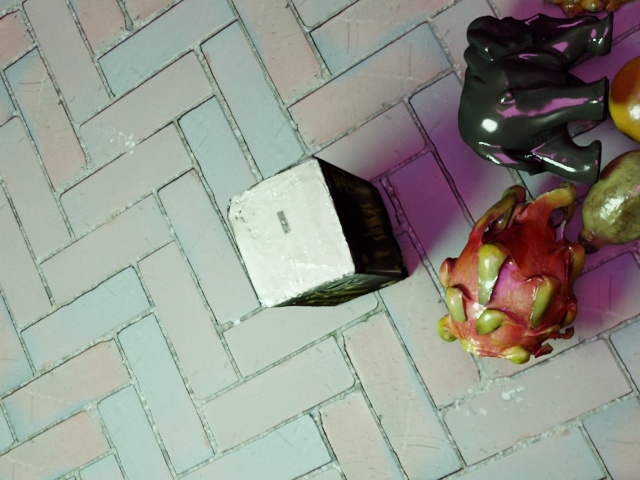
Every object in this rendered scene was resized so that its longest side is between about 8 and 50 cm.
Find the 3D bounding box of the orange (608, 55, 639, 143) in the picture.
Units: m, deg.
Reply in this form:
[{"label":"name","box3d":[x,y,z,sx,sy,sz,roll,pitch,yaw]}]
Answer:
[{"label":"orange","box3d":[0.554,-0.231,1.426,0.156,0.124,0.156,4,69,-10]}]

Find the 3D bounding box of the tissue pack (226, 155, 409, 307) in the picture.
[{"label":"tissue pack","box3d":[0.000,0.000,1.488,0.198,0.370,0.210,-19,81,17]}]

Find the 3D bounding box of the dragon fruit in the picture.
[{"label":"dragon fruit","box3d":[0.330,0.057,1.463,0.227,0.243,0.307,24,56,41]}]

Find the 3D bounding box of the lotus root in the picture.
[{"label":"lotus root","box3d":[0.513,-0.065,1.438,0.214,0.138,0.138,-43,75,20]}]

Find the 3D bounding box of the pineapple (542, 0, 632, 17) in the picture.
[{"label":"pineapple","box3d":[0.438,-0.524,1.408,0.262,0.271,0.262,-1,86,19]}]

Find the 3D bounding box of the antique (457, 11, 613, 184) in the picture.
[{"label":"antique","box3d":[0.359,-0.259,1.460,0.255,0.185,0.322,6,62,23]}]
